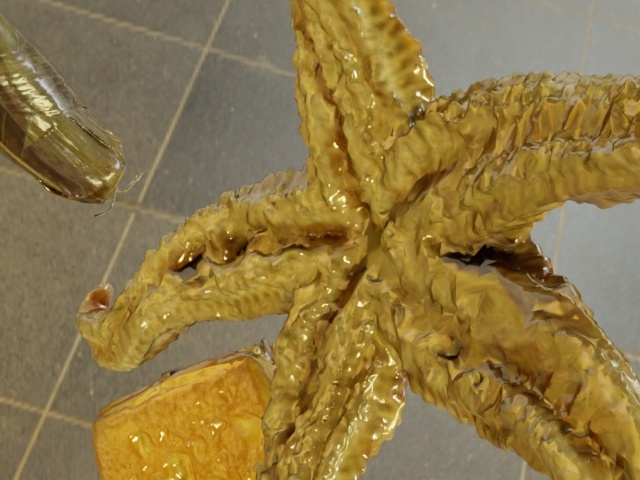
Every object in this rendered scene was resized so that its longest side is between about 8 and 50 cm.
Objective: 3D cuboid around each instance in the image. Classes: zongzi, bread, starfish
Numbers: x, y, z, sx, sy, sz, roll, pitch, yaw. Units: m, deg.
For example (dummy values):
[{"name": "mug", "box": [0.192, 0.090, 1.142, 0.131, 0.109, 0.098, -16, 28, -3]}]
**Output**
[{"name": "zongzi", "box": [-0.226, -0.110, 0.906, 0.187, 0.184, 0.084, 40, 70, -5]}, {"name": "bread", "box": [-0.068, 0.212, 0.922, 0.099, 0.210, 0.235, -2, 68, -66]}, {"name": "starfish", "box": [0.007, -0.002, 0.413, 0.094, 0.375, 0.327, 0, 70, -41]}]
